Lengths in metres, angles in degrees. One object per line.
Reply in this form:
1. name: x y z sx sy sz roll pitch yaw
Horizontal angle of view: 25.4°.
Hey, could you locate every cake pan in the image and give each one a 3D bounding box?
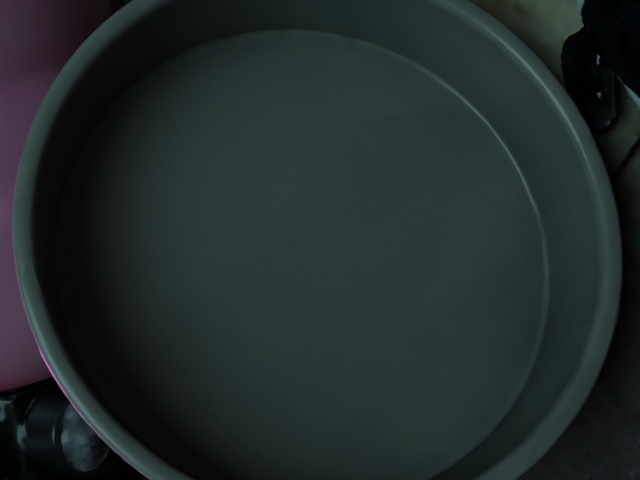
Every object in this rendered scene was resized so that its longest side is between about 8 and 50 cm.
1. cake pan: 0.000 0.000 0.690 0.054 0.293 0.293 119 129 -68

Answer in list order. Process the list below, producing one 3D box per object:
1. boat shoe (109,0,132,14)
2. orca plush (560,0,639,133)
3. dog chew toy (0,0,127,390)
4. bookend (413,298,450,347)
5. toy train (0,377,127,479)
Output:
1. boat shoe: -0.128 -0.252 0.847 0.084 0.095 0.258 -3 89 29
2. orca plush: 0.172 -0.072 0.657 0.151 0.102 0.287 -12 85 32
3. dog chew toy: -0.196 -0.089 0.789 0.206 0.206 0.332 -18 98 31
4. bookend: 0.018 0.025 0.774 0.157 0.072 0.156 9 95 31
5. toy train: -0.264 0.166 0.922 0.334 0.142 0.190 -5 98 32
